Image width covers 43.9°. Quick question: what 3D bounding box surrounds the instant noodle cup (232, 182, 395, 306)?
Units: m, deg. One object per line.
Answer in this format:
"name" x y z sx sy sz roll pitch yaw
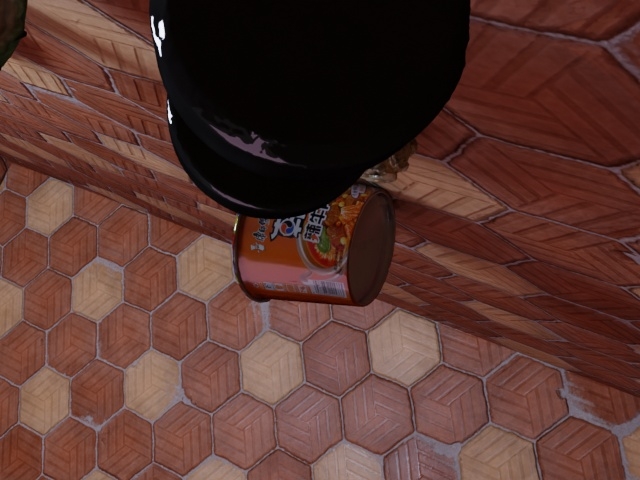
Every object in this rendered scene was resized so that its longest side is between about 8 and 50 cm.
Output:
"instant noodle cup" 0.000 0.000 1.311 0.192 0.250 0.250 11 167 25

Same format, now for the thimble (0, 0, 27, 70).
"thimble" -0.433 -0.268 0.850 0.150 0.219 0.219 16 169 42

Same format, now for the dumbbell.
"dumbbell" -0.025 -0.130 0.629 0.204 0.203 0.322 24 172 -6

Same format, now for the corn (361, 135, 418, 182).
"corn" 0.017 -0.125 0.966 0.211 0.087 0.087 16 169 35
